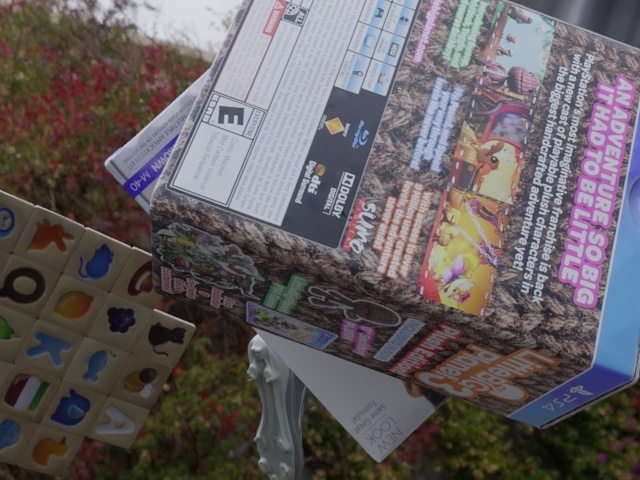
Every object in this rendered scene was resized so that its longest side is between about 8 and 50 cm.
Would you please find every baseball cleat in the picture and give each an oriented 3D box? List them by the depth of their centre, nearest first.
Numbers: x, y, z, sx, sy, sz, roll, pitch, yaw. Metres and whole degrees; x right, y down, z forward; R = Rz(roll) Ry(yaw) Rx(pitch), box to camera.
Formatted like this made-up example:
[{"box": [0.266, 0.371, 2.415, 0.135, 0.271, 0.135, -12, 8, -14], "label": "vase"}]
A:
[{"box": [-0.030, 0.194, 1.008, 0.109, 0.072, 0.206, -25, -60, -42], "label": "baseball cleat"}]

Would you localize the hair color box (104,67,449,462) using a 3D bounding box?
[{"box": [0.000, 0.000, 0.743, 0.185, 0.339, 0.110, -43, 2, -1], "label": "hair color box"}]

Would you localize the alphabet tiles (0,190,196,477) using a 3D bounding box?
[{"box": [-0.323, 0.109, 0.932, 0.342, 0.011, 0.285, 26, -85, -28], "label": "alphabet tiles"}]

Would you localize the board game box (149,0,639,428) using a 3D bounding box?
[{"box": [0.063, -0.040, 0.574, 0.291, 0.232, 0.141, 20, -25, -1], "label": "board game box"}]

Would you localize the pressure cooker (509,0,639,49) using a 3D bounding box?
[{"box": [0.233, -0.233, 0.926, 0.375, 0.370, 0.420, 8, -80, -54], "label": "pressure cooker"}]
